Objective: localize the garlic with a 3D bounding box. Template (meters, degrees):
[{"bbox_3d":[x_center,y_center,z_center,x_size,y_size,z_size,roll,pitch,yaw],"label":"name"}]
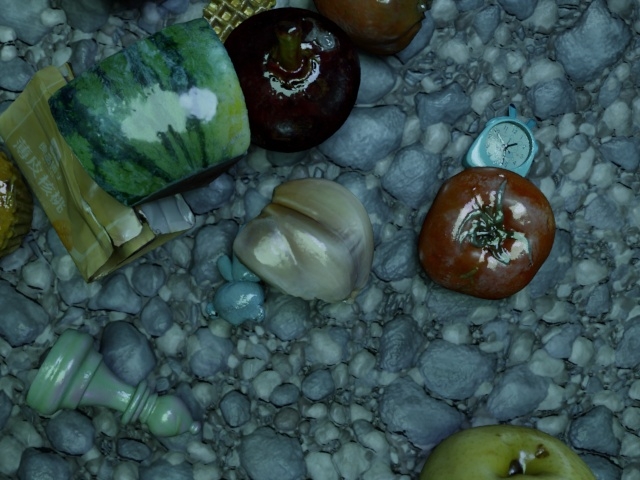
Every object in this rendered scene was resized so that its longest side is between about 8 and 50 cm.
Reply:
[{"bbox_3d":[0.000,0.000,0.997,0.228,0.110,0.217,37,60,-12],"label":"garlic"}]

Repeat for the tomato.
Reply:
[{"bbox_3d":[0.278,-0.005,1.020,0.237,0.095,0.236,0,99,1],"label":"tomato"}]

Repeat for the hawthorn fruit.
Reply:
[{"bbox_3d":[0.068,-0.427,1.017,0.251,0.199,0.199,26,86,14],"label":"hawthorn fruit"}]

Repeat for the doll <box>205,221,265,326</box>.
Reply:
[{"bbox_3d":[-0.123,0.060,1.039,0.120,0.075,0.179,0,62,34],"label":"doll"}]

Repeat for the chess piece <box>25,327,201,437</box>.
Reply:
[{"bbox_3d":[-0.320,0.258,0.996,0.272,0.139,0.139,29,86,-12],"label":"chess piece"}]

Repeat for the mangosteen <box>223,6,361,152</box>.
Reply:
[{"bbox_3d":[-0.048,-0.261,0.955,0.236,0.261,0.235,0,85,-4],"label":"mangosteen"}]

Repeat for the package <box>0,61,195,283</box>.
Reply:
[{"bbox_3d":[-0.374,-0.113,0.981,0.221,0.165,0.311,-28,88,-4],"label":"package"}]

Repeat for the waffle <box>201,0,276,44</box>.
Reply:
[{"bbox_3d":[-0.156,-0.409,1.066,0.161,0.046,0.191,-5,87,-4],"label":"waffle"}]

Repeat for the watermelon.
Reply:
[{"bbox_3d":[-0.249,-0.179,0.935,0.262,0.201,0.212,-26,89,-12],"label":"watermelon"}]

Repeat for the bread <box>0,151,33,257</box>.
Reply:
[{"bbox_3d":[-0.588,-0.056,0.980,0.240,0.139,0.239,0,87,-3],"label":"bread"}]

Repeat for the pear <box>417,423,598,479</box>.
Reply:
[{"bbox_3d":[0.286,0.442,0.925,0.310,0.309,0.308,0,87,-3],"label":"pear"}]

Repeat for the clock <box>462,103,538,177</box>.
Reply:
[{"bbox_3d":[0.328,-0.169,1.076,0.108,0.045,0.147,32,85,-2],"label":"clock"}]
